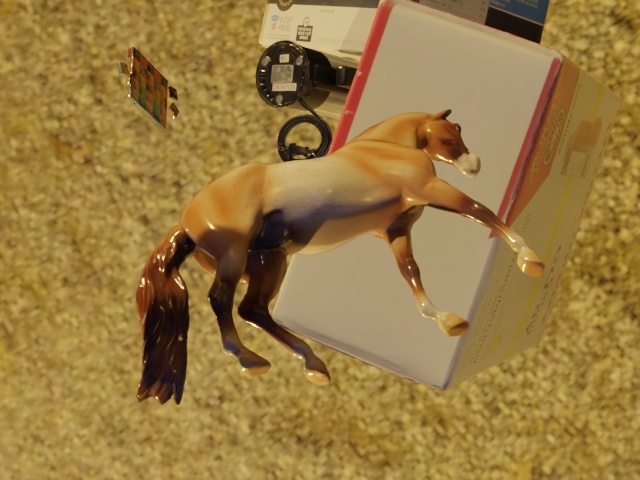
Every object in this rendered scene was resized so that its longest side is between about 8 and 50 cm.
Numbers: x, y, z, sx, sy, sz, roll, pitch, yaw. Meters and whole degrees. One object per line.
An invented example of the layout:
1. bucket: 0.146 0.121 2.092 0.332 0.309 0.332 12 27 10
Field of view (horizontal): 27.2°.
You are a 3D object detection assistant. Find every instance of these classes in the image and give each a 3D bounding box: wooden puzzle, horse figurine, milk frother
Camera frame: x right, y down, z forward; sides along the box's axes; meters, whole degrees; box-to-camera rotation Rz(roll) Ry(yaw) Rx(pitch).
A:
1. wooden puzzle: -0.135 -0.117 1.029 0.006 0.049 0.083 -17 145 22
2. horse figurine: 0.000 0.000 0.771 0.066 0.263 0.174 86 158 -47
3. milk frother: -0.002 -0.164 1.652 0.129 0.134 0.143 26 103 35

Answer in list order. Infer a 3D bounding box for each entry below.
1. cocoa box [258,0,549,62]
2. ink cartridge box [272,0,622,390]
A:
1. cocoa box: 0.118 -0.344 1.808 0.347 0.231 0.228 17 96 54
2. ink cartridge box: 0.134 -0.039 1.187 0.160 0.384 0.279 20 97 18
